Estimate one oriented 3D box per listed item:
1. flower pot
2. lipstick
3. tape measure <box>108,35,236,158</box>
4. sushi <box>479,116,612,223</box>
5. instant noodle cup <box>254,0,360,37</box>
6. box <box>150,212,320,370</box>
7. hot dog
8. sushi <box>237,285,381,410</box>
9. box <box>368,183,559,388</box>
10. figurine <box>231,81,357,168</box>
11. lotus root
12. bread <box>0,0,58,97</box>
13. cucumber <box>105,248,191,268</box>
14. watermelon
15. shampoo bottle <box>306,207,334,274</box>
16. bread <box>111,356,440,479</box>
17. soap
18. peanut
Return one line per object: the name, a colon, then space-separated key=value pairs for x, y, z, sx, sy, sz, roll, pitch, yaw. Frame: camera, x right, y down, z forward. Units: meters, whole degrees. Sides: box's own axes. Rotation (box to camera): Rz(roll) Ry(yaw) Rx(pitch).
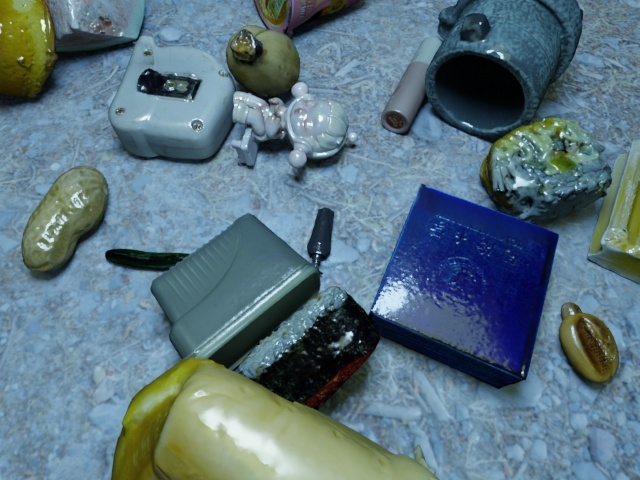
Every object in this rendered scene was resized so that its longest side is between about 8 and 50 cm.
flower pot: x=0.371 y=-0.412 z=0.916 sx=0.299 sy=0.299 sz=0.283 roll=31 pitch=75 yaw=13
lipstick: x=0.220 y=-0.364 z=1.001 sx=0.070 sy=0.070 sz=0.255 roll=24 pitch=67 yaw=10
tape measure: x=-0.317 y=-0.309 z=0.936 sx=0.264 sy=0.130 sz=0.258 roll=6 pitch=62 yaw=2
sushi: x=0.433 y=-0.131 z=0.856 sx=0.274 sy=0.139 sz=0.184 roll=-19 pitch=63 yaw=-7
instant noodle cup: x=-0.021 y=-0.654 z=1.065 sx=0.254 sy=0.244 sz=0.244 roll=-24 pitch=67 yaw=-21
box: x=-0.154 y=0.094 z=0.750 sx=0.274 sy=0.138 sz=0.178 roll=-37 pitch=65 yaw=-20
hot dog: x=0.463 y=0.176 z=0.757 sx=0.089 sy=0.060 sz=0.140 roll=-17 pitch=72 yaw=-13
sushi: x=-0.021 y=0.177 z=0.687 sx=0.225 sy=0.136 sz=0.126 roll=-45 pitch=96 yaw=1
box: x=0.251 y=0.072 z=0.773 sx=0.261 sy=0.116 sz=0.279 roll=22 pitch=65 yaw=11
figurine: x=-0.051 y=-0.230 z=0.906 sx=0.256 sy=0.145 sz=0.182 roll=6 pitch=44 yaw=4
lotus root: x=-0.128 y=-0.390 z=0.945 sx=0.154 sy=0.257 sz=0.140 roll=11 pitch=104 yaw=10
bread: x=-0.695 y=-0.437 z=0.934 sx=0.268 sy=0.269 sz=0.145 roll=39 pitch=31 yaw=16
cucumber: x=-0.326 y=0.036 z=0.822 sx=0.184 sy=0.033 sz=0.036 roll=3 pitch=82 yaw=2
watermelon: x=-0.563 y=-0.560 z=1.011 sx=0.310 sy=0.231 sz=0.193 roll=-17 pitch=102 yaw=-19
shampoo bottle: x=0.000 y=0.000 z=0.846 sx=0.048 sy=0.027 sz=0.137 roll=9 pitch=65 yaw=6
bread: x=-0.087 y=0.331 z=0.543 sx=0.394 sy=0.250 sz=0.361 roll=27 pitch=101 yaw=14
soap: x=0.655 y=-0.052 z=0.849 sx=0.173 sy=0.089 sz=0.274 roll=28 pitch=67 yaw=11
peanut: x=-0.482 y=-0.044 z=0.822 sx=0.108 sy=0.095 sz=0.226 roll=18 pitch=66 yaw=11
